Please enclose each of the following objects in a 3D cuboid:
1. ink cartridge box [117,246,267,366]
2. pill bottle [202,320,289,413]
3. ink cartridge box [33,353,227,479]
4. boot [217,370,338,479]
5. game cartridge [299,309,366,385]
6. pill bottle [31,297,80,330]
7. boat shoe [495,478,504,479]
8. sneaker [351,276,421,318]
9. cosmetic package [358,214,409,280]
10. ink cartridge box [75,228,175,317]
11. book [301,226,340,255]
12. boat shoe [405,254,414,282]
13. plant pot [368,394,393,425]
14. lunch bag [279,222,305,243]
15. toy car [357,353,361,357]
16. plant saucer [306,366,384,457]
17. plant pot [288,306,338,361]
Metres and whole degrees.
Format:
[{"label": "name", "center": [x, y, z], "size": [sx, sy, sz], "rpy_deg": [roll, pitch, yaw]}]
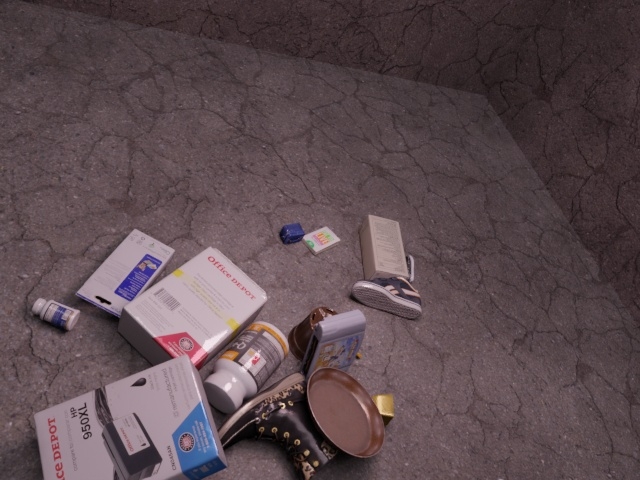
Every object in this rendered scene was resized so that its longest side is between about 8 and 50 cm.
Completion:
[{"label": "ink cartridge box", "center": [-0.403, 0.238, 1.660], "size": [0.279, 0.160, 0.385], "rpy_deg": [41, 46, 9]}, {"label": "pill bottle", "center": [-0.235, 0.397, 1.615], "size": [0.162, 0.162, 0.278], "rpy_deg": [38, 45, 6]}, {"label": "ink cartridge box", "center": [-0.474, 0.508, 1.296], "size": [0.395, 0.166, 0.285], "rpy_deg": [-20, 61, -13]}, {"label": "boot", "center": [-0.117, 0.594, 1.534], "size": [0.378, 0.138, 0.284], "rpy_deg": [-23, 66, -47]}, {"label": "game cartridge", "center": [0.043, 0.361, 1.698], "size": [0.198, 0.297, 0.062], "rpy_deg": [-6, 40, -30]}, {"label": "pill bottle", "center": [-0.794, 0.218, 1.535], "size": [0.120, 0.067, 0.067], "rpy_deg": [25, 46, -8]}, {"label": "boat shoe", "center": [0.661, 0.903, 1.736], "size": [0.183, 0.065, 0.083], "rpy_deg": [34, 47, 10]}, {"label": "sneaker", "center": [0.266, 0.209, 2.069], "size": [0.321, 0.126, 0.127], "rpy_deg": [25, 49, -22]}, {"label": "cosmetic package", "center": [0.269, 0.049, 2.211], "size": [0.160, 0.113, 0.309], "rpy_deg": [14, 49, -18]}, {"label": "ink cartridge box", "center": [-0.643, 0.115, 1.706], "size": [0.166, 0.065, 0.332], "rpy_deg": [30, 44, -2]}, {"label": "book", "center": [0.000, 0.000, 2.170], "size": [0.144, 0.035, 0.096], "rpy_deg": [-25, 64, -39]}, {"label": "boat shoe", "center": [0.385, 0.121, 2.258], "size": [0.040, 0.049, 0.142], "rpy_deg": [16, 49, -15]}, {"label": "plant pot", "center": [0.198, 0.576, 1.754], "size": [0.084, 0.081, 0.081], "rpy_deg": [9, 48, -6]}, {"label": "lunch bag", "center": [-0.116, -0.025, 2.100], "size": [0.099, 0.067, 0.065], "rpy_deg": [-13, 59, -34]}, {"label": "toy car", "center": [0.088, 0.426, 1.863], "size": [0.122, 0.060, 0.041], "rpy_deg": [20, 0, -35]}, {"label": "plant saucer", "center": [0.070, 0.544, 1.613], "size": [0.311, 0.050, 0.310], "rpy_deg": [33, 28, -20]}, {"label": "plant pot", "center": [-0.009, 0.324, 1.794], "size": [0.167, 0.165, 0.166], "rpy_deg": [14, 47, -16]}]
